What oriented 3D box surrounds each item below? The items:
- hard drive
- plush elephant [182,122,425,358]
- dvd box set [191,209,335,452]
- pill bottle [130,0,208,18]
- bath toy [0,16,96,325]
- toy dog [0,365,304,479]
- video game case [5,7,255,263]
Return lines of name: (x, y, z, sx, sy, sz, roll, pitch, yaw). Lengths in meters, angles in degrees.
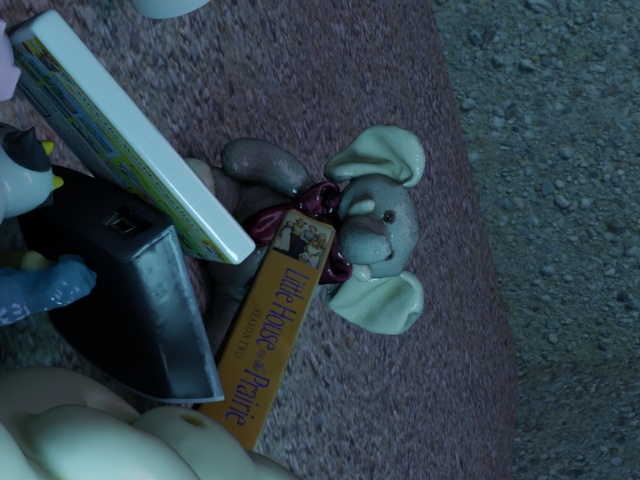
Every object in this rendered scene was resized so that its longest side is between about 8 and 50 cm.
hard drive: (-0.174, 0.036, 1.342, 0.255, 0.054, 0.172, 23, -47, 56)
plush elephant: (0.000, 0.000, 1.880, 0.330, 0.255, 0.272, -45, 127, -71)
dvd box set: (-0.101, 0.190, 1.492, 0.420, 0.062, 0.307, -69, -176, -60)
pill bottle: (-0.178, -0.343, 1.604, 0.136, 0.136, 0.245, -81, 158, -45)
bath toy: (-0.268, -0.104, 1.179, 0.151, 0.129, 0.348, -75, 153, -62)
toy dog: (-0.204, 0.167, 0.975, 0.395, 0.284, 0.408, 55, 11, 26)
video game case: (-0.158, -0.075, 1.251, 0.227, 0.026, 0.206, 50, -14, -15)
